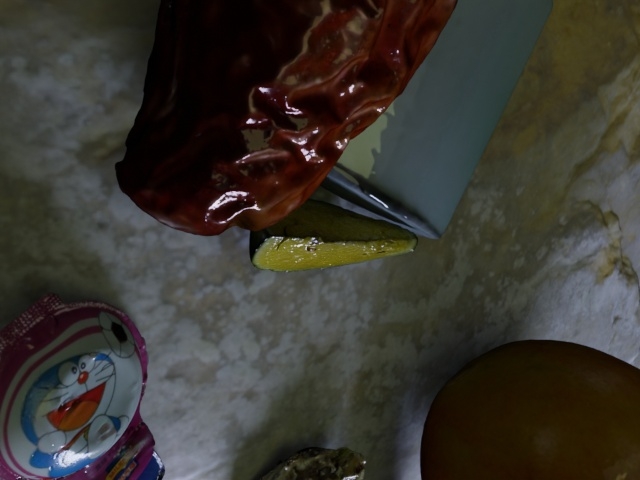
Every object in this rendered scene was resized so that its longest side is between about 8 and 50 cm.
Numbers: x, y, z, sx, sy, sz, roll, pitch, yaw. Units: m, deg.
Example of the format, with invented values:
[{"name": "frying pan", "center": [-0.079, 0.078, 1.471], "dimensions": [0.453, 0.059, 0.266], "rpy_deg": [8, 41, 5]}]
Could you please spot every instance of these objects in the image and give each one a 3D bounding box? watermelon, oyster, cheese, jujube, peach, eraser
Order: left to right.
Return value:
[{"name": "cheese", "center": [-0.191, 0.152, 0.475], "dimensions": [0.155, 0.062, 0.244], "rpy_deg": [-48, 136, -44]}, {"name": "jujube", "center": [-0.024, -0.159, 0.417], "dimensions": [0.216, 0.216, 0.342], "rpy_deg": [29, 94, -34]}, {"name": "oyster", "center": [-0.027, 0.281, 0.630], "dimensions": [0.165, 0.053, 0.108], "rpy_deg": [-45, 111, -7]}, {"name": "watermelon", "center": [-0.005, 0.008, 0.552], "dimensions": [0.181, 0.092, 0.075], "rpy_deg": [1, 116, -40]}, {"name": "eraser", "center": [0.107, -0.163, 0.566], "dimensions": [0.189, 0.104, 0.290], "rpy_deg": [29, 86, -30]}, {"name": "peach", "center": [0.282, 0.264, 0.652], "dimensions": [0.307, 0.332, 0.308], "rpy_deg": [-1, 91, -40]}]
